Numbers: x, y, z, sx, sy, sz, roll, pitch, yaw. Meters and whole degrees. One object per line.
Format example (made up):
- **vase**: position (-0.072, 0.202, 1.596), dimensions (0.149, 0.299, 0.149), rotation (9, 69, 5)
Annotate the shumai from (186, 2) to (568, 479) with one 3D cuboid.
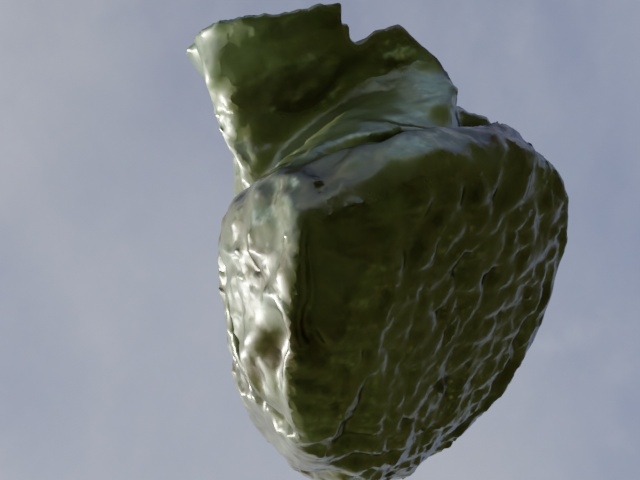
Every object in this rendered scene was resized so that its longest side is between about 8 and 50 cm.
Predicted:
- **shumai**: position (0.000, 0.000, 0.898), dimensions (0.292, 0.288, 0.330), rotation (-29, -42, -35)
